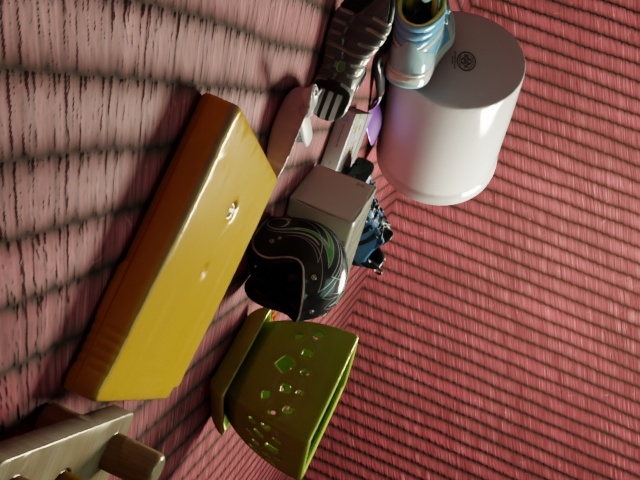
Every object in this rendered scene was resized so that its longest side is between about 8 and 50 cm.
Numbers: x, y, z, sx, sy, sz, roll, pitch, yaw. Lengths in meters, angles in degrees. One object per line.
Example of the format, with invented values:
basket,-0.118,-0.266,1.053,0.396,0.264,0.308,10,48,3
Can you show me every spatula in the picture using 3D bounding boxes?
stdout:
spatula,0.127,-0.321,1.753,0.296,0.030,0.084,90,23,-67

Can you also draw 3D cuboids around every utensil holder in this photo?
utensil holder,0.319,-0.325,1.948,0.385,0.328,0.327,94,20,-61

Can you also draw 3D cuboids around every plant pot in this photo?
plant pot,-0.076,0.269,1.423,0.227,0.207,0.228,100,15,-56

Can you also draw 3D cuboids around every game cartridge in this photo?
game cartridge,-0.154,0.026,0.892,0.323,0.053,0.285,-64,171,-8

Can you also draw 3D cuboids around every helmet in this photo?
helmet,-0.033,0.046,1.270,0.169,0.162,0.169,22,90,-81

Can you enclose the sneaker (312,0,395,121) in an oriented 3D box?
sneaker,0.052,-0.306,1.222,0.228,0.086,0.132,-61,180,29

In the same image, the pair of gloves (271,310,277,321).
pair of gloves,-0.110,0.173,1.622,0.083,0.010,0.074,-53,164,-50

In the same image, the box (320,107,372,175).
box,0.049,-0.195,1.580,0.186,0.038,0.145,-31,142,-74

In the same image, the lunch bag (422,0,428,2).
lunch bag,0.201,-0.530,1.232,0.279,0.108,0.224,-54,-163,36

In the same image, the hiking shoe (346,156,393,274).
hiking shoe,0.100,-0.055,1.660,0.304,0.132,0.113,96,18,-52

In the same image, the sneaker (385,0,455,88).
sneaker,0.236,-0.495,1.686,0.208,0.127,0.319,95,13,-49

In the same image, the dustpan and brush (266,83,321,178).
dustpan and brush,-0.029,-0.172,1.088,0.211,0.060,0.147,84,29,-72

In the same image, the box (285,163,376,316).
box,0.000,0.000,1.472,0.148,0.127,0.232,-55,165,-53

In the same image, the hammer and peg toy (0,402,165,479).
hammer and peg toy,-0.271,0.317,0.623,0.266,0.127,0.361,36,77,-81
